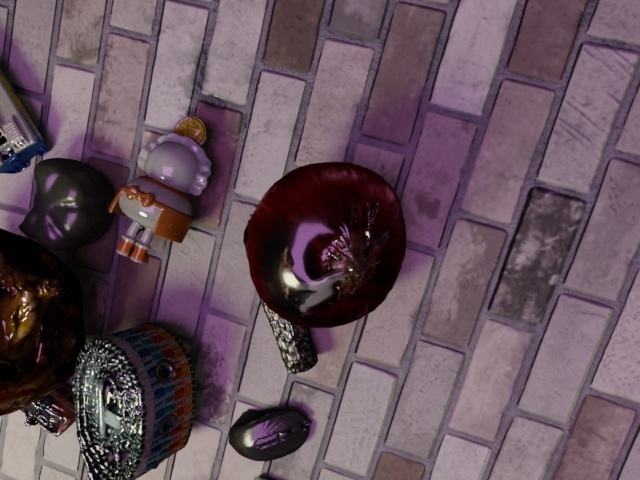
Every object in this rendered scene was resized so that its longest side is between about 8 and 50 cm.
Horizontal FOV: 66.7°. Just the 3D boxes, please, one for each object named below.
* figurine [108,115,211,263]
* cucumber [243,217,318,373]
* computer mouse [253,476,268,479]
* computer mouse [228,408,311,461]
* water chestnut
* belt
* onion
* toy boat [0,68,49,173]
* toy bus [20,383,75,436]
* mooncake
[{"bbox_3d":[-0.278,-0.091,0.853,0.144,0.143,0.271,25,103,6],"label":"figurine"},{"bbox_3d":[-0.080,0.099,0.887,0.068,0.067,0.293,-19,95,13],"label":"cucumber"},{"bbox_3d":[-0.096,0.513,0.976,0.110,0.032,0.055,26,102,16],"label":"computer mouse"},{"bbox_3d":[-0.102,0.378,0.941,0.172,0.057,0.098,-17,94,10],"label":"computer mouse"},{"bbox_3d":[-0.553,0.131,0.848,0.347,0.335,0.334,-21,95,18],"label":"water chestnut"},{"bbox_3d":[-0.341,0.307,0.922,0.207,0.161,0.294,4,100,30],"label":"belt"},{"bbox_3d":[0.000,0.000,0.802,0.273,0.285,0.272,-9,111,-25],"label":"onion"},{"bbox_3d":[-0.649,-0.277,0.920,0.129,0.088,0.295,-29,93,14],"label":"toy boat"},{"bbox_3d":[-0.601,0.303,1.005,0.235,0.096,0.073,39,105,2],"label":"toy bus"},{"bbox_3d":[-0.488,-0.069,0.920,0.169,0.104,0.174,-8,94,18],"label":"mooncake"}]
